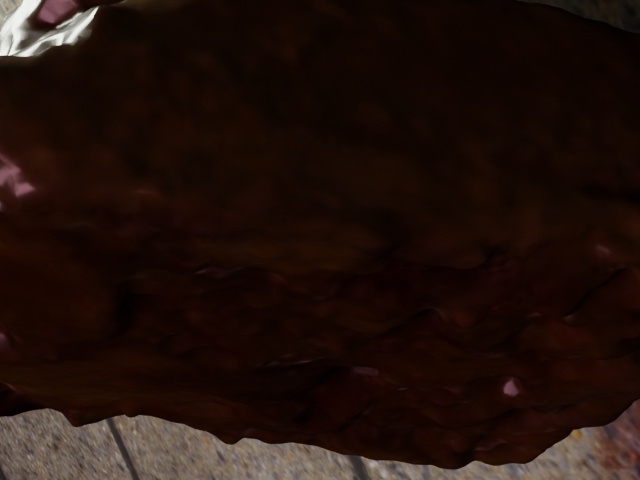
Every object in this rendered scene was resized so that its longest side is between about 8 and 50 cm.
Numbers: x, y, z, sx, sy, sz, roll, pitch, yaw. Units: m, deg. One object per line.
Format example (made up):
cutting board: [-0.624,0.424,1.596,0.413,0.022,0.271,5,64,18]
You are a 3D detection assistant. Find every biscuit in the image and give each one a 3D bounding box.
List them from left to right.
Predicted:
biscuit: [0.000,0.000,0.757,0.343,0.395,0.166,129,147,-63]
